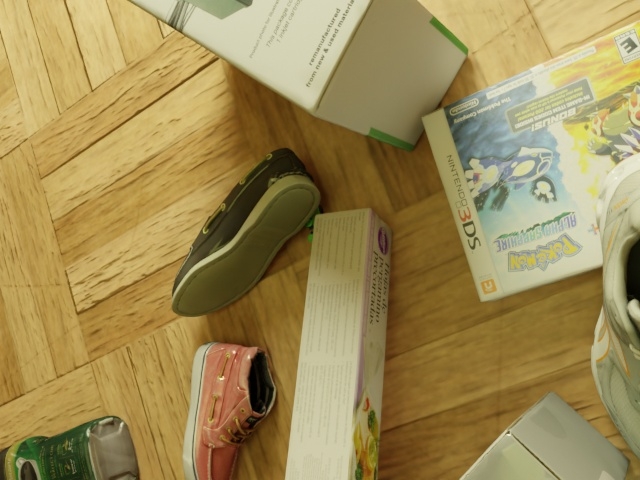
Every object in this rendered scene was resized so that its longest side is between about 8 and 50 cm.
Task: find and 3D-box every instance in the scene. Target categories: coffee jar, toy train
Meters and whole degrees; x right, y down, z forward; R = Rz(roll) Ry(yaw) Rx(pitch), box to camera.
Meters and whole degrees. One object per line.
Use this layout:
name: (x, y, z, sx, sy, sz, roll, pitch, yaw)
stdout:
coffee jar: (-0.322, 0.284, 0.857, 0.184, 0.079, 0.096, -19, 82, 25)
toy train: (0.000, 0.000, 0.734, 0.023, 0.017, 0.083, -18, 79, 16)

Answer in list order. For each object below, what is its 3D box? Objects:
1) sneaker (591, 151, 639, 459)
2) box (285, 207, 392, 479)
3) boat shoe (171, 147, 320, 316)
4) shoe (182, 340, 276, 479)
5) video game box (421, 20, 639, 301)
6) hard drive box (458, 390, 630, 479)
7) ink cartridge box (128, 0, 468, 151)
sneaker: (0.249, 0.071, 0.510, 0.099, 0.121, 0.263, -6, 104, 24)
box: (0.019, 0.129, 0.630, 0.067, 0.063, 0.324, -7, 64, 27)
boat shoe: (-0.090, -0.004, 0.751, 0.228, 0.081, 0.069, -44, 50, 24)
shoe: (-0.098, 0.201, 0.749, 0.081, 0.063, 0.178, -3, 82, 33)
video game box: (0.212, -0.062, 0.606, 0.205, 0.048, 0.187, -22, 80, 26)
hard drive box: (0.131, 0.246, 0.558, 0.089, 0.181, 0.232, 43, 108, 23)
ink cartridge box: (-0.034, -0.216, 0.654, 0.289, 0.211, 0.122, 36, 106, 26)
